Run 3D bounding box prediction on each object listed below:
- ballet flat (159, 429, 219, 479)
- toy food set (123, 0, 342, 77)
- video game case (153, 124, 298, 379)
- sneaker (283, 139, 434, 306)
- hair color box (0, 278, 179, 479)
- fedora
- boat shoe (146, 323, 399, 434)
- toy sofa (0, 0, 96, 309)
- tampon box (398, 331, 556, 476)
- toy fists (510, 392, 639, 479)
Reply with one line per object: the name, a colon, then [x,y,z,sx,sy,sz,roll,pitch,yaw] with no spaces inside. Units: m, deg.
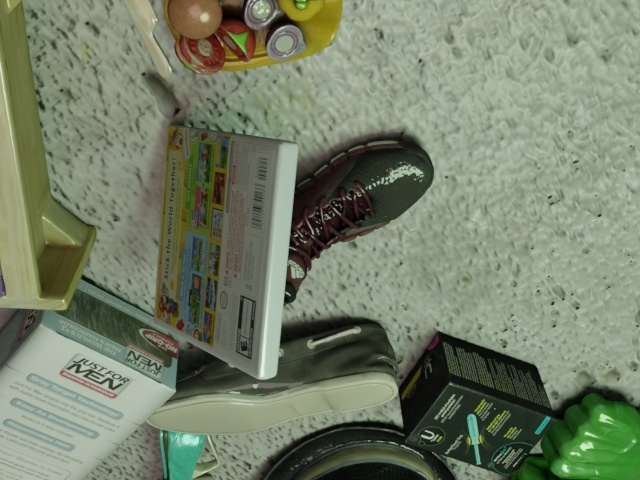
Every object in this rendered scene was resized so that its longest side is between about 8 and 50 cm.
ballet flat: [-0.191,0.340,1.107,0.087,0.083,0.247,3,124,-10]
toy food set: [-0.086,-0.216,0.747,0.218,0.071,0.128,-10,123,6]
video game case: [-0.104,0.003,0.785,0.026,0.206,0.227,-3,102,-41]
sneaker: [0.000,0.000,0.837,0.281,0.162,0.106,-23,121,14]
hair color box: [-0.368,0.223,0.999,0.185,0.113,0.374,33,117,-27]
fedora: [0.051,0.434,1.094,0.334,0.152,0.334,1,107,3]
boat shoe: [-0.064,0.182,1.004,0.335,0.095,0.112,-10,141,7]
toy sofa: [-0.341,-0.109,0.765,0.177,0.150,0.362,2,123,-4]
tampon box: [0.204,0.218,1.022,0.161,0.101,0.120,21,120,-14]
toy fists: [0.364,0.336,1.111,0.142,0.096,0.279,12,121,-21]
